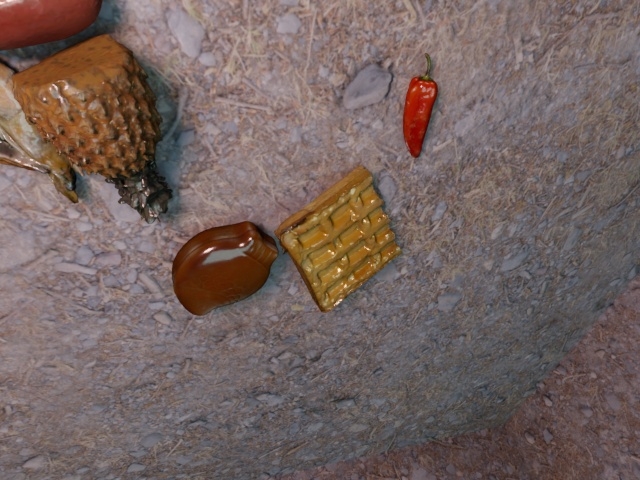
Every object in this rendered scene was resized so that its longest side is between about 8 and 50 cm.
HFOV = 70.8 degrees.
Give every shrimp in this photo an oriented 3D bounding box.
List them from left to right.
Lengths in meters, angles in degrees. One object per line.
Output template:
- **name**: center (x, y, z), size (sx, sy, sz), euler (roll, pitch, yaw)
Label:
- **shrimp**: center (-0.551, -0.180, 0.804), size (0.168, 0.077, 0.317), euler (-17, 130, 3)

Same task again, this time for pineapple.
- **pineapple**: center (-0.363, -0.172, 0.816), size (0.202, 0.202, 0.362), euler (-22, 141, -7)

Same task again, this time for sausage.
- **sausage**: center (-0.457, -0.353, 0.647), size (0.255, 0.148, 0.148), euler (-21, 134, -9)

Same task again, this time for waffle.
- **waffle**: center (0.055, 0.006, 1.191), size (0.304, 0.077, 0.348), euler (-36, 135, -10)

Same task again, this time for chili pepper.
- **chili pepper**: center (0.232, -0.304, 1.065), size (0.071, 0.063, 0.272), euler (-5, 134, -5)

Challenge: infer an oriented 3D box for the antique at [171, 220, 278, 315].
- **antique**: center (-0.239, 0.064, 1.111), size (0.278, 0.129, 0.223), euler (-43, 132, 14)
